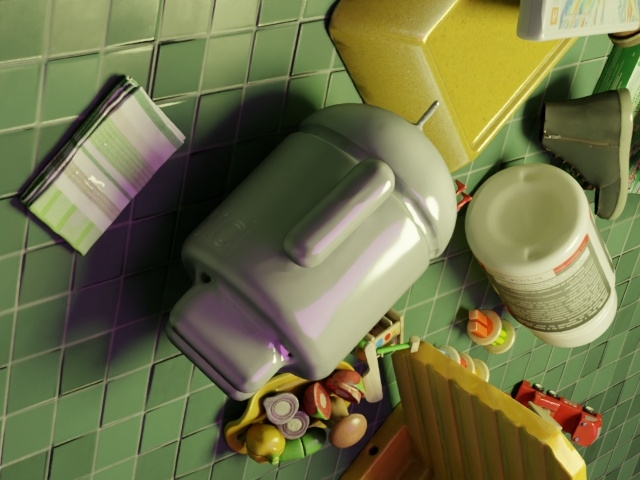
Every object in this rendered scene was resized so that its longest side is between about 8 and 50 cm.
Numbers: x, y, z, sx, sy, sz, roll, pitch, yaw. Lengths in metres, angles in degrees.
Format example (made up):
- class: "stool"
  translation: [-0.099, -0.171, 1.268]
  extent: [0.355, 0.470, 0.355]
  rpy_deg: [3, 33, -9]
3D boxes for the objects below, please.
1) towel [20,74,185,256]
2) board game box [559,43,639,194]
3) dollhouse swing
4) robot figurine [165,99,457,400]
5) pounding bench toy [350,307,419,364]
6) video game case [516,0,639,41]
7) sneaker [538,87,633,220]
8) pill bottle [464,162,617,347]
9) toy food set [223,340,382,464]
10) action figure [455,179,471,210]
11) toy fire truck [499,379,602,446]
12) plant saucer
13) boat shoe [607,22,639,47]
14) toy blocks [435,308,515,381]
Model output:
- class: "towel"
  translation: [-0.195, -0.065, 1.265]
  extent: [0.152, 0.023, 0.113]
  rpy_deg: [-51, 145, -8]
- class: "board game box"
  translation: [0.466, -0.218, 1.955]
  extent: [0.213, 0.046, 0.317]
  rpy_deg: [1, 116, -53]
- class: "dollhouse swing"
  translation: [0.157, 0.360, 1.765]
  extent: [0.315, 0.347, 0.305]
  rpy_deg: [-50, 147, -10]
- class: "robot figurine"
  translation: [0.000, 0.000, 1.404]
  extent: [0.353, 0.200, 0.300]
  rpy_deg: [-46, -178, -16]
- class: "pounding bench toy"
  translation: [0.073, 0.123, 1.704]
  extent: [0.065, 0.083, 0.052]
  rpy_deg: [-34, 140, -32]
- class: "video game case"
  translation: [0.313, -0.378, 1.529]
  extent: [0.329, 0.036, 0.300]
  rpy_deg: [-19, 119, -58]
- class: "sneaker"
  translation: [0.350, -0.114, 1.840]
  extent: [0.222, 0.118, 0.083]
  rpy_deg: [81, 9, -45]
- class: "pill bottle"
  translation: [0.306, 0.030, 1.853]
  extent: [0.161, 0.161, 0.283]
  rpy_deg: [-51, 146, -9]
- class: "toy food set"
  translation: [-0.004, 0.211, 1.643]
  extent: [0.218, 0.071, 0.128]
  rpy_deg: [-21, 137, -20]
- class: "action figure"
  translation: [0.136, -0.027, 1.711]
  extent: [0.115, 0.030, 0.038]
  rpy_deg: [-43, 139, -12]
- class: "toy fire truck"
  translation: [0.339, 0.269, 2.113]
  extent: [0.135, 0.192, 0.047]
  rpy_deg: [-46, 160, -72]
- class: "plant saucer"
  translation: [0.186, -0.249, 1.547]
  extent: [0.333, 0.081, 0.333]
  rpy_deg: [-50, 146, -12]
- class: "boat shoe"
  translation: [0.451, -0.389, 1.760]
  extent: [0.307, 0.111, 0.104]
  rpy_deg: [-51, 121, -9]
- class: "toy blocks"
  translation: [0.201, 0.146, 1.912]
  extent: [0.123, 0.054, 0.148]
  rpy_deg: [-58, 146, 3]
